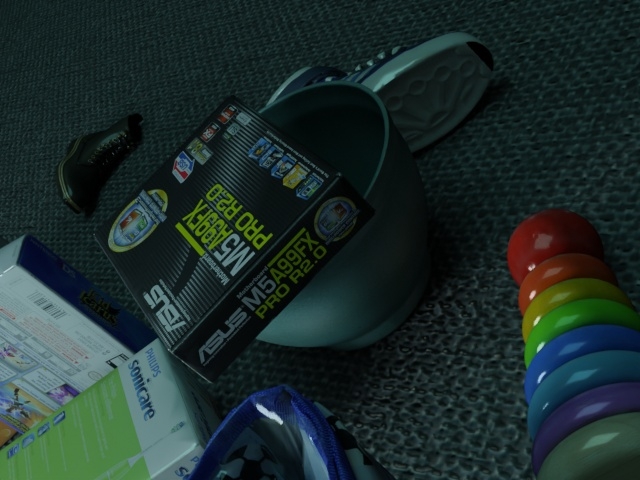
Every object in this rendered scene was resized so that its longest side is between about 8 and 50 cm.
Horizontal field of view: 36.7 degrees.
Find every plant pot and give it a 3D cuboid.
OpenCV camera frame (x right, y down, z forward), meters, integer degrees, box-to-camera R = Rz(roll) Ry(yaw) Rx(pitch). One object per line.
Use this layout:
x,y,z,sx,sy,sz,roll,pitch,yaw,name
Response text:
0.000,0.000,1.053,0.293,0.196,0.293,-25,40,24,plant pot

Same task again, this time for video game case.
-0.360,0.133,1.211,0.244,0.269,0.061,-27,39,23,video game case

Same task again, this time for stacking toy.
0.221,0.092,0.819,0.141,0.141,0.330,-31,32,19,stacking toy

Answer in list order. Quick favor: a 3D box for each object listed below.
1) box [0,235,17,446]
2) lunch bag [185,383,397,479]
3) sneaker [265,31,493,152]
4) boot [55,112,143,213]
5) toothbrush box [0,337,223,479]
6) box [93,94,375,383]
-0.523,0.179,1.373,0.345,0.215,0.168,-42,36,4,box
0.021,0.326,0.597,0.239,0.328,0.385,-15,43,28,lunch bag
0.050,-0.199,1.257,0.323,0.130,0.236,-39,40,17,sneaker
-0.381,-0.144,1.681,0.137,0.077,0.198,-25,41,17,boot
-0.237,0.273,1.043,0.283,0.122,0.206,-37,33,-2,toothbrush box
-0.096,-0.016,0.943,0.216,0.060,0.270,-45,35,-2,box
